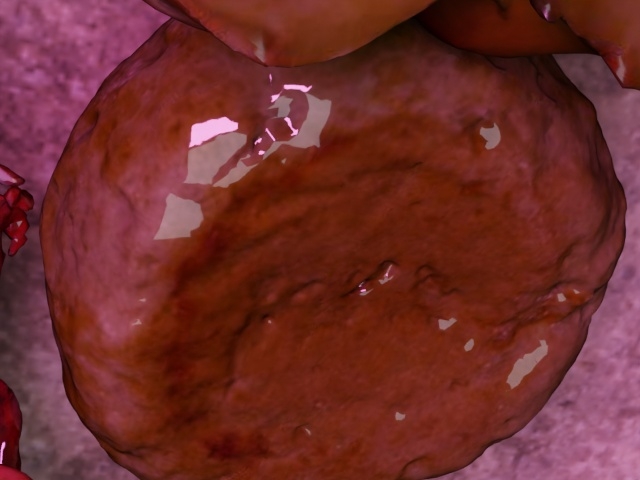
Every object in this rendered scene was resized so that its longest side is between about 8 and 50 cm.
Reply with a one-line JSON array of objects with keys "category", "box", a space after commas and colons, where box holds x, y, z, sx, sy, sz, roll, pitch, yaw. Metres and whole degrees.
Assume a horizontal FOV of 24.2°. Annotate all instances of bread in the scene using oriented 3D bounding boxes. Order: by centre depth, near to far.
[{"category": "bread", "box": [0.000, 0.000, 0.569, 0.230, 0.123, 0.230, -13, 129, -17]}]

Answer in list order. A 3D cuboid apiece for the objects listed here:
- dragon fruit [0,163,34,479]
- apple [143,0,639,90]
[{"category": "dragon fruit", "box": [-0.194, 0.029, 0.488, 0.227, 0.243, 0.307, 10, 119, -28]}, {"category": "apple", "box": [0.062, -0.214, 0.363, 0.329, 0.295, 0.365, 20, 116, 7]}]
